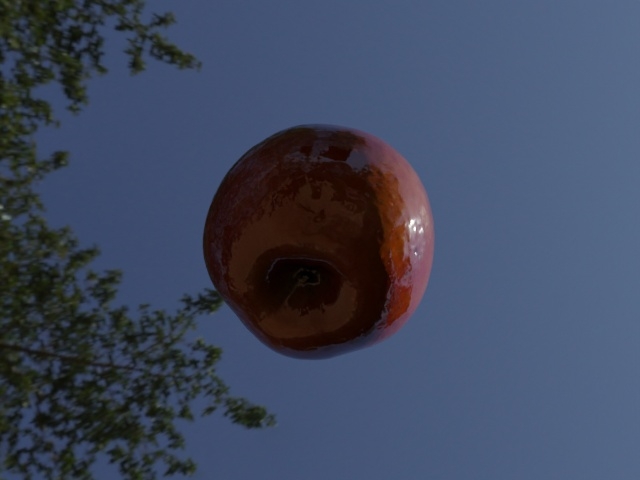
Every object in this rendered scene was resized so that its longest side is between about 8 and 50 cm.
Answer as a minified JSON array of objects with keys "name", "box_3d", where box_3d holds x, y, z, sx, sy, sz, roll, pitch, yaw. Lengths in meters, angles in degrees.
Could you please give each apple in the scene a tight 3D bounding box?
[{"name":"apple","box_3d":[0.000,0.000,1.051,0.218,0.201,0.218,6,-59,10]}]
